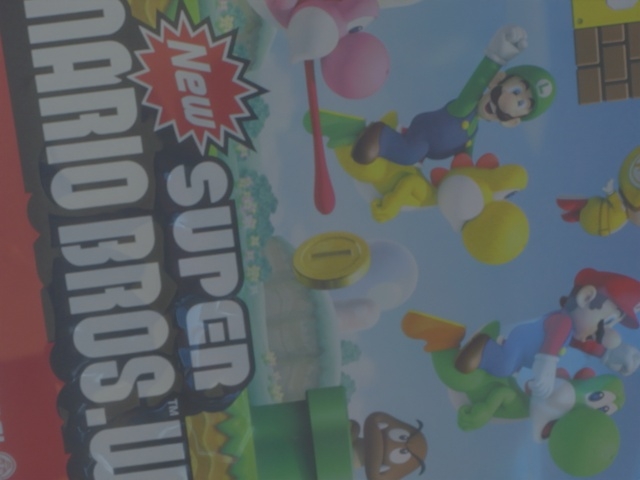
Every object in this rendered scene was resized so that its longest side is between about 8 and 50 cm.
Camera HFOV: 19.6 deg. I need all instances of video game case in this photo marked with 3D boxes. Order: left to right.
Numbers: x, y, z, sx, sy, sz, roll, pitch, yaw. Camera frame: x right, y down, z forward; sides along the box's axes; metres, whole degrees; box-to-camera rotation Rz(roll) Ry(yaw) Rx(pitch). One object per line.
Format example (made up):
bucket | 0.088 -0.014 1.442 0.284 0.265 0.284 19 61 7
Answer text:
video game case | 0.000 0.000 0.549 0.025 0.285 0.204 -107 -170 -76
